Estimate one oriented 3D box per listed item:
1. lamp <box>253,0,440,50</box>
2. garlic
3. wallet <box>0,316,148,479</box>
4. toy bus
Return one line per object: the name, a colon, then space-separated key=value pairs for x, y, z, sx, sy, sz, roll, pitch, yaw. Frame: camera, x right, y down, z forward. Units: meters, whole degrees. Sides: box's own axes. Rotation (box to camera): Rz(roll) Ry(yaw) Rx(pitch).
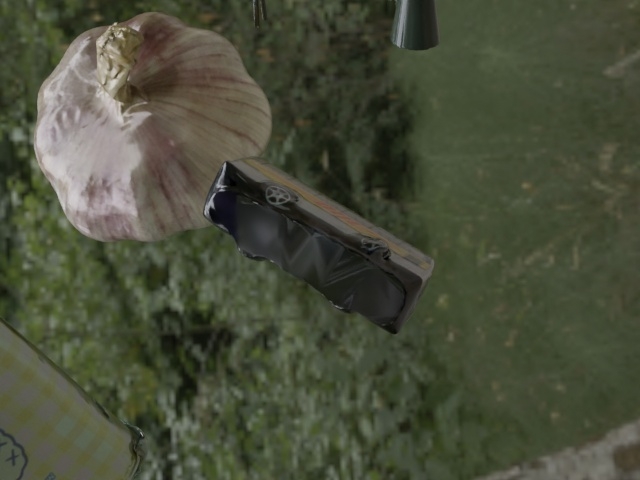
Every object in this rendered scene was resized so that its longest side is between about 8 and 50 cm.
lamp: x=0.017 y=-0.153 z=0.809 sx=0.041 sy=0.121 sz=0.054 roll=-81 pitch=-7 yaw=-54
garlic: x=-0.176 y=-0.132 z=1.259 sx=0.253 sy=0.245 sz=0.245 roll=75 pitch=-171 yaw=-70
wallet: x=-0.263 y=0.146 z=0.852 sx=0.077 sy=0.223 sz=0.309 roll=33 pitch=167 yaw=38
toy bus: x=0.000 y=0.000 z=0.917 sx=0.072 sy=0.172 sz=0.057 roll=-28 pitch=-34 yaw=-63
